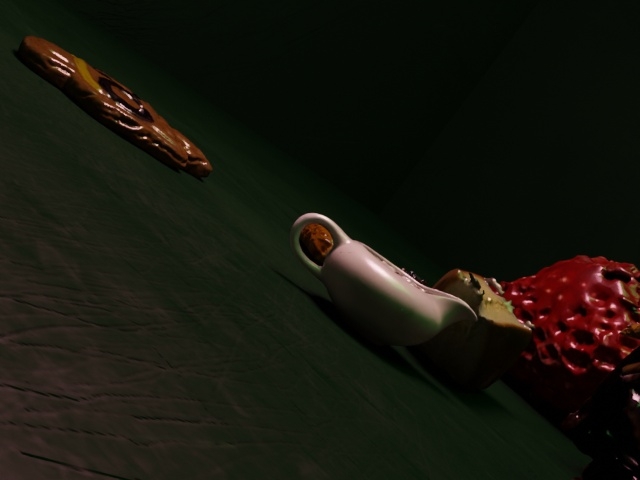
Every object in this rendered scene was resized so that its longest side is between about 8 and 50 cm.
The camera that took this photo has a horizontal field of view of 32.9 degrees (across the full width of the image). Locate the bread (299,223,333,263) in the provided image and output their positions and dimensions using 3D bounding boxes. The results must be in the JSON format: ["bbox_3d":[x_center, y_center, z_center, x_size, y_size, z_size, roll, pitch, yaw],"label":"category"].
[{"bbox_3d":[0.000,0.000,1.529,0.052,0.044,0.157,30,6,-14],"label":"bread"}]

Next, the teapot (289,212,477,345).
[{"bbox_3d":[0.058,0.054,1.185,0.226,0.092,0.145,35,3,-10],"label":"teapot"}]

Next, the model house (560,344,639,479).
[{"bbox_3d":[0.352,0.253,1.013,0.317,0.297,0.282,17,-17,-29],"label":"model house"}]

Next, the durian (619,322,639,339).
[{"bbox_3d":[0.390,0.069,1.010,0.140,0.224,0.078,60,22,-22],"label":"durian"}]

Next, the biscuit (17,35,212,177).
[{"bbox_3d":[-0.253,-0.170,1.381,0.290,0.041,0.208,34,7,-26],"label":"biscuit"}]

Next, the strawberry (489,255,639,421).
[{"bbox_3d":[0.402,0.170,1.759,0.345,0.295,0.317,2,5,30],"label":"strawberry"}]

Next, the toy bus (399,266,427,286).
[{"bbox_3d":[0.150,0.074,1.873,0.031,0.043,0.110,35,6,23],"label":"toy bus"}]

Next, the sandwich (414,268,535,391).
[{"bbox_3d":[0.180,0.108,1.347,0.122,0.128,0.235,43,8,20],"label":"sandwich"}]
